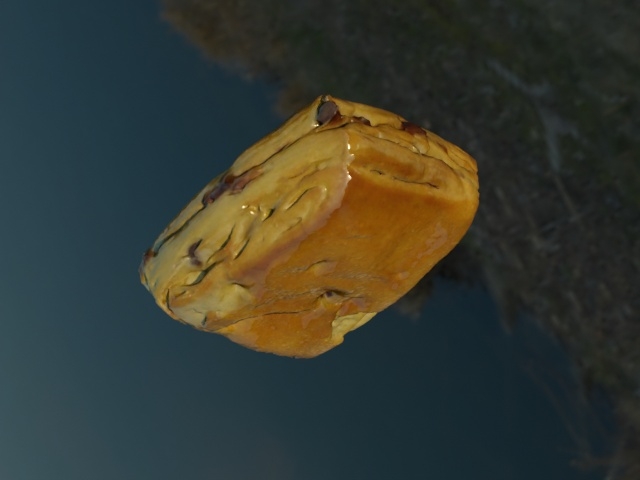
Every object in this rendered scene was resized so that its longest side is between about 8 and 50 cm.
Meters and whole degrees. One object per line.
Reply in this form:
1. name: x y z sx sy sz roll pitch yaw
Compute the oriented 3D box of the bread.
1. bread: 0.000 0.000 1.305 0.235 0.210 0.099 -43 53 25
